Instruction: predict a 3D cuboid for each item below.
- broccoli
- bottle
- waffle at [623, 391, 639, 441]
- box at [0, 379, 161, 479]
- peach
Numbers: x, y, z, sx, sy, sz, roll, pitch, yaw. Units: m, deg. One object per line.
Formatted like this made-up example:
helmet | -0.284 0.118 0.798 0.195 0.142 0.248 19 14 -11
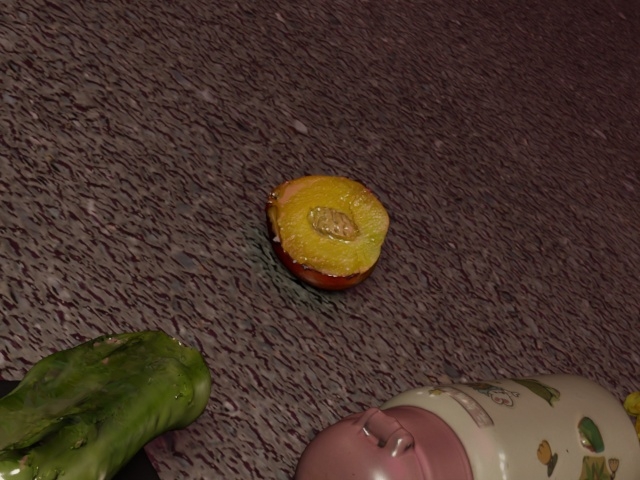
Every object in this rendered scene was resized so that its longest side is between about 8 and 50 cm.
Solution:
broccoli | -0.148 0.101 0.722 0.165 0.145 0.304 44 28 12
bottle | 0.087 0.146 0.976 0.253 0.120 0.120 0 45 -48
waffle | 0.305 0.240 1.089 0.301 0.058 0.281 54 18 -2
box | -0.141 0.124 0.836 0.126 0.027 0.125 6 38 -44
peach | 0.001 0.001 1.159 0.098 0.061 0.098 5 51 -6
